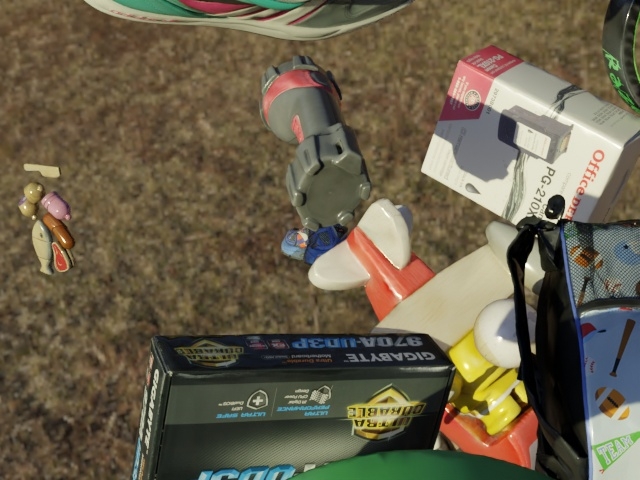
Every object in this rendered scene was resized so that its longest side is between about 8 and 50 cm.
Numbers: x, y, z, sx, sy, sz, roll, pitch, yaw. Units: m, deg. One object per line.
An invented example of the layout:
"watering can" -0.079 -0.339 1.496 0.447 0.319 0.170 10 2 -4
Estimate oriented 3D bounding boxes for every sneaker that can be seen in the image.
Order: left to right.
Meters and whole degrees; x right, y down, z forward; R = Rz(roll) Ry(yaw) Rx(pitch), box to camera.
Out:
"sneaker" -0.006 -0.209 0.700 0.295 0.124 0.178 -9 5 -33
"sneaker" 0.000 0.000 1.730 0.083 0.087 0.221 19 0 -23

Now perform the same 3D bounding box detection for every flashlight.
"flashlight" -0.012 -0.111 1.152 0.103 0.103 0.304 -19 31 4

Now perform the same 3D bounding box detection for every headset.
"headset" 0.518 -0.295 1.204 0.394 0.243 0.185 -44 27 2

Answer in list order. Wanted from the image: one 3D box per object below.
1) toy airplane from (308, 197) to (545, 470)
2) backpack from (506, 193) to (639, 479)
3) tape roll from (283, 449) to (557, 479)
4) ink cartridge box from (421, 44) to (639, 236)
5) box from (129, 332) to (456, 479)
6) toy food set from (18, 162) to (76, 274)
"toy airplane" 0.173 0.109 1.342 0.384 0.386 0.272 19 -21 -27
"backpack" 0.280 0.139 0.947 0.213 0.276 0.263 0 49 13
"tape roll" 0.055 0.279 0.620 0.321 0.321 0.077 -7 23 1
"ink cartridge box" 0.272 -0.117 1.327 0.237 0.172 0.100 32 37 22
"box" -0.025 0.154 0.756 0.220 0.175 0.051 2 25 -24
"toy food set" -0.280 -0.017 1.062 0.078 0.122 0.019 8 25 36
